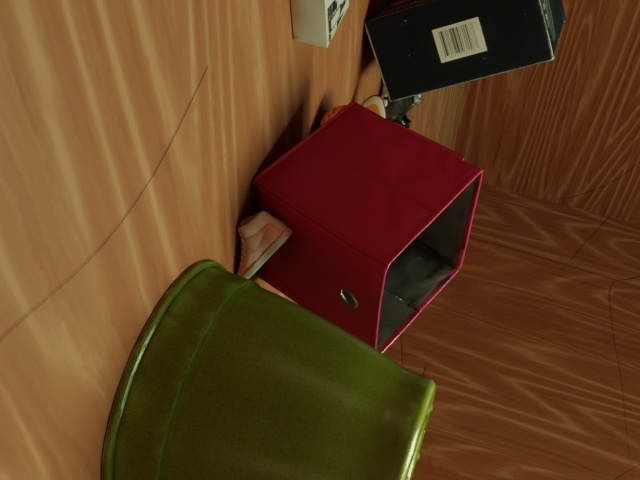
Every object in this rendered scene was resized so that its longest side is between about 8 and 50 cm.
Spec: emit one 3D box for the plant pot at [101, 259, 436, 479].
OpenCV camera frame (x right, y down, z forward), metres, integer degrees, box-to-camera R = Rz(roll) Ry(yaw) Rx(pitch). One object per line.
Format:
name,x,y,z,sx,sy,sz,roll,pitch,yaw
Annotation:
plant pot,-0.042,0.251,1.104,0.366,0.353,0.366,17,90,-78

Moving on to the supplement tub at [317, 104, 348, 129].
supplement tub,0.054,-0.171,1.539,0.190,0.117,0.116,67,41,-70

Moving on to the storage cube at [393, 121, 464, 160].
storage cube,0.204,-0.134,1.965,0.215,0.193,0.183,-65,-176,-31

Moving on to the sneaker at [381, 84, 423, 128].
sneaker,0.198,-0.367,1.944,0.078,0.106,0.234,-51,155,-62

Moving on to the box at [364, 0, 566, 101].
box,0.309,-0.455,1.697,0.178,0.344,0.312,69,27,-20

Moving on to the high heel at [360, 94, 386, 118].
high heel,0.100,-0.209,1.776,0.117,0.082,0.244,-55,157,-62

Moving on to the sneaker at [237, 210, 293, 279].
sneaker,-0.103,0.004,1.248,0.134,0.070,0.051,-45,-173,39

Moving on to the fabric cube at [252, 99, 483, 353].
fabric cube,0.070,-0.020,1.323,0.259,0.258,0.254,-43,153,-30

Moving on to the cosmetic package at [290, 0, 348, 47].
cosmetic package,-0.001,-0.392,1.138,0.239,0.061,0.098,86,23,-59
